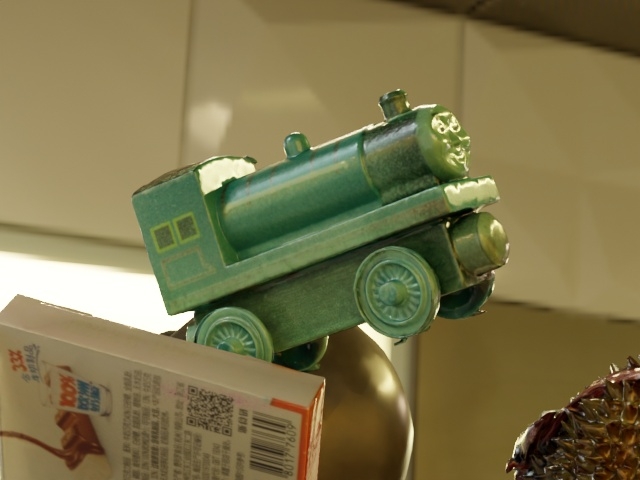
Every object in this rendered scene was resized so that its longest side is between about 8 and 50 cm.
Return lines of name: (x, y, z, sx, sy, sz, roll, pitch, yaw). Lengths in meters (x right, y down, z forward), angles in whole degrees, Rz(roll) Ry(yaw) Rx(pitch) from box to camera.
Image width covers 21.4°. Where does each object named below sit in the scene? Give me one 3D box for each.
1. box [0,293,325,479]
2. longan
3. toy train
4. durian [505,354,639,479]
box: (-0.132, 0.192, 1.350, 0.265, 0.048, 0.273, 15, -54, 14)
longan: (-0.079, 0.198, 1.577, 0.350, 0.288, 0.288, -24, -27, 29)
toy train: (0.000, 0.000, 1.315, 0.298, 0.194, 0.120, -20, -5, 32)
durian: (0.343, 0.256, 1.644, 0.347, 0.384, 0.347, 16, -51, 20)
